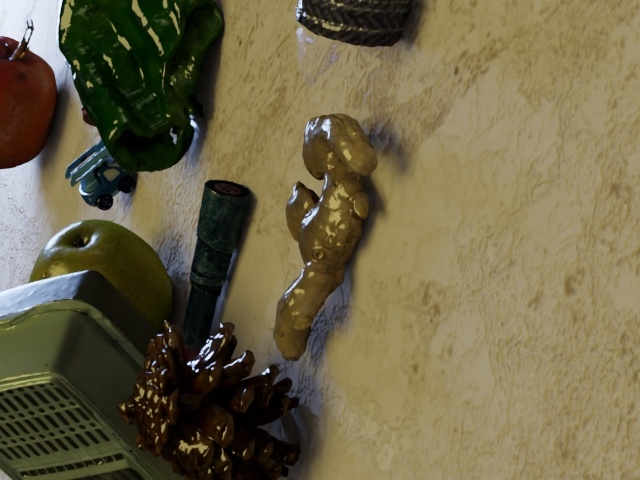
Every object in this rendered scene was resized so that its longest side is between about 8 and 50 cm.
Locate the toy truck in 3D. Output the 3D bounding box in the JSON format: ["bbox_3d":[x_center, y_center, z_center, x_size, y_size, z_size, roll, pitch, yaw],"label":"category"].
[{"bbox_3d":[-0.284,-0.107,1.798,0.136,0.074,0.063,-40,35,-7],"label":"toy truck"}]

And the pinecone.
[{"bbox_3d":[-0.107,0.171,1.297,0.150,0.195,0.179,-48,2,-21],"label":"pinecone"}]

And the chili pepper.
[{"bbox_3d":[-0.246,-0.272,1.647,0.213,0.167,0.385,-57,40,43],"label":"chili pepper"}]

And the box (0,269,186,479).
[{"bbox_3d":[-0.266,0.178,1.440,0.220,0.290,0.166,-13,42,27],"label":"box"}]

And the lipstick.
[{"bbox_3d":[-0.128,0.048,1.498,0.053,0.053,0.234,44,127,55],"label":"lipstick"}]

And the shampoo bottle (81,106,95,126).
[{"bbox_3d":[-0.307,-0.319,1.856,0.118,0.076,0.314,-17,69,44],"label":"shampoo bottle"}]

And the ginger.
[{"bbox_3d":[-0.002,-0.009,1.268,0.149,0.065,0.259,-110,31,-60],"label":"ginger"}]

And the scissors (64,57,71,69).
[{"bbox_3d":[-0.335,-0.254,1.944,0.191,0.029,0.360,-53,40,40],"label":"scissors"}]

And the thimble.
[{"bbox_3d":[0.034,-0.222,1.212,0.104,0.095,0.066,20,116,24],"label":"thimble"}]

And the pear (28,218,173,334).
[{"bbox_3d":[-0.275,0.069,1.623,0.198,0.198,0.198,-20,67,59],"label":"pear"}]

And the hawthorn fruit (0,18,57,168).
[{"bbox_3d":[-0.523,-0.244,2.118,0.299,0.211,0.211,-52,41,30],"label":"hawthorn fruit"}]
